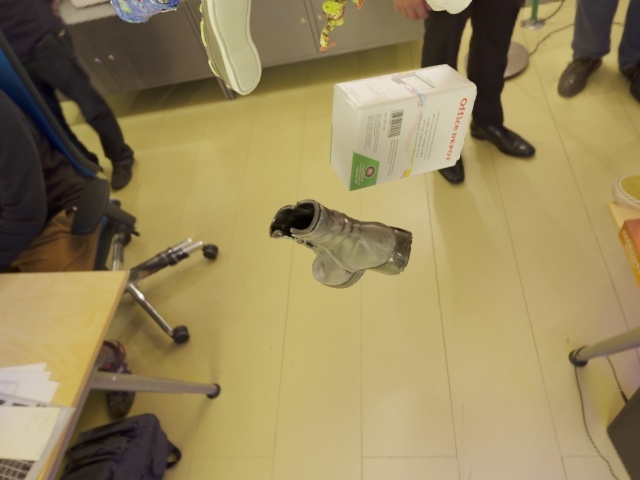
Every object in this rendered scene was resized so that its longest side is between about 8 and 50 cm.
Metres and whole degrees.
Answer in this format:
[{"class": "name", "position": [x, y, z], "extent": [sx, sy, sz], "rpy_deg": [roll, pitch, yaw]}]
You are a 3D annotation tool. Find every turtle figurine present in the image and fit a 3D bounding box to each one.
[{"class": "turtle figurine", "position": [0.061, -0.785, 1.654], "extent": [0.087, 0.217, 0.270], "rpy_deg": [38, 94, 3]}]

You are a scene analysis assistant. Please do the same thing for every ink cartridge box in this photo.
[{"class": "ink cartridge box", "position": [0.171, -0.244, 1.060], "extent": [0.278, 0.202, 0.117], "rpy_deg": [-16, 48, -18]}]

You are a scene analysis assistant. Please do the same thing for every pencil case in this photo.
[{"class": "pencil case", "position": [-0.531, -0.752, 1.512], "extent": [0.306, 0.133, 0.119], "rpy_deg": [12, 47, 47]}]

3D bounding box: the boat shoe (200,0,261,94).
[{"class": "boat shoe", "position": [-0.194, -0.436, 0.982], "extent": [0.091, 0.305, 0.109], "rpy_deg": [32, 62, 23]}]

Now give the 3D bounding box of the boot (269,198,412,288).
[{"class": "boot", "position": [0.000, 0.000, 0.946], "extent": [0.222, 0.338, 0.118], "rpy_deg": [18, 69, -20]}]

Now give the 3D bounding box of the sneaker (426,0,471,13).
[{"class": "sneaker", "position": [0.343, -0.686, 1.358], "extent": [0.080, 0.094, 0.212], "rpy_deg": [-58, 29, 6]}]
